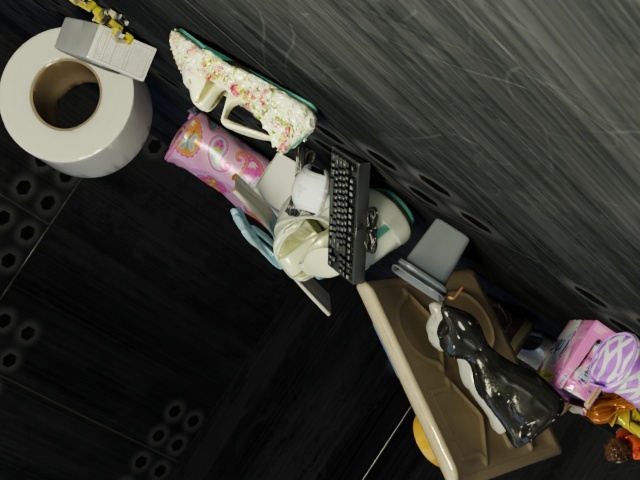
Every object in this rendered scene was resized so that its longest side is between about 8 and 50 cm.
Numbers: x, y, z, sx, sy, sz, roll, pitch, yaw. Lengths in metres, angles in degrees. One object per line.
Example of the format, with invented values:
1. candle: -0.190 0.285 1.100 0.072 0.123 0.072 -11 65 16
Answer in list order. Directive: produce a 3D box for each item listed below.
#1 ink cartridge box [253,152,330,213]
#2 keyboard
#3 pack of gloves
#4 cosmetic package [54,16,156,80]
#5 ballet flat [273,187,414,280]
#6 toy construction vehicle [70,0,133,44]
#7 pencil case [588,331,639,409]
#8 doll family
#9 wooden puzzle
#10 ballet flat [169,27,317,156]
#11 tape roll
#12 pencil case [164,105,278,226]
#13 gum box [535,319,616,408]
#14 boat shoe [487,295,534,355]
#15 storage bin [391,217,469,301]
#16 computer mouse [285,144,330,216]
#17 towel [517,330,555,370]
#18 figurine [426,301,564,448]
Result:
1. ink cartridge box: 0.003 -0.047 2.342 0.158 0.092 0.218 32 177 33
2. keyboard: 0.041 -0.028 1.800 0.023 0.180 0.108 -18 -147 -33
3. pack of gloves: -0.077 0.015 2.195 0.232 0.046 0.195 45 -164 -18
4. cosmetic package: -0.343 -0.302 2.115 0.098 0.060 0.239 23 -178 -25
5. ballet flat: 0.000 0.000 2.026 0.139 0.139 0.400 35 164 -17
6. toy construction vehicle: -0.319 -0.324 1.943 0.086 0.035 0.098 33 177 19
7. pencil case: 0.440 0.201 1.740 0.206 0.088 0.086 36 174 -20
8. doll family: 0.432 0.240 2.011 0.163 0.118 0.263 -1 -164 -23
9. wooden puzzle: 0.198 0.204 1.999 0.347 0.080 0.322 -1 -118 -55
10. ballet flat: -0.110 -0.181 1.639 0.241 0.077 0.091 33 177 27
11. tape roll: -0.438 -0.245 2.423 0.246 0.246 0.169 33 176 8
12. pencil case: -0.148 -0.127 2.486 0.284 0.124 0.124 35 177 -3
13. gum box: 0.363 0.171 1.873 0.062 0.107 0.188 34 176 1
14. boat shoe: 0.277 0.150 2.353 0.123 0.123 0.342 33 -177 -5
15. storage bin: 0.164 0.028 1.866 0.098 0.091 0.135 33 177 5
16. computer mouse: -0.023 -0.079 1.913 0.042 0.106 0.193 13 -176 -10
17. towel: 0.442 0.229 2.481 0.187 0.049 0.282 33 176 -6
18. figurine: 0.222 0.167 1.848 0.209 0.092 0.215 50 177 -2
